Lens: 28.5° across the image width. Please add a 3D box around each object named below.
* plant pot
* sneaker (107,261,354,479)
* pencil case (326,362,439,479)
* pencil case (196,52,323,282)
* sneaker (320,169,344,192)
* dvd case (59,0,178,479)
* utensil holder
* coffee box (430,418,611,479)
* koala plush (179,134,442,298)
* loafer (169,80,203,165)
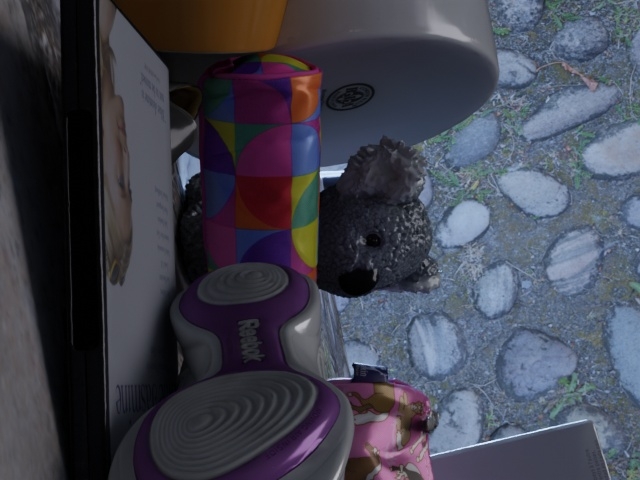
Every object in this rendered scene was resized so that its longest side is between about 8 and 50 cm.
[{"bbox_3d":[-0.091,-0.236,0.916,0.205,0.205,0.188,-90,-178,-76],"label":"plant pot"},{"bbox_3d":[-0.033,0.126,0.670,0.305,0.114,0.152,-81,167,-69],"label":"sneaker"},{"bbox_3d":[0.050,0.316,1.164,0.160,0.167,0.386,14,60,-48],"label":"pencil case"},{"bbox_3d":[-0.049,-0.026,0.979,0.104,0.104,0.236,-92,-176,-74],"label":"pencil case"},{"bbox_3d":[-0.040,-0.015,1.835,0.282,0.153,0.099,123,-40,-50],"label":"sneaker"},{"bbox_3d":[-0.107,0.004,0.694,0.180,0.022,0.253,53,34,-83],"label":"dvd case"},{"bbox_3d":[-0.015,-0.296,1.177,0.327,0.327,0.386,66,12,-74],"label":"utensil holder"},{"bbox_3d":[0.166,0.424,1.375,0.338,0.334,0.338,74,4,-70],"label":"coffee box"},{"bbox_3d":[0.000,0.000,1.154,0.203,0.221,0.196,-99,174,-55],"label":"koala plush"},{"bbox_3d":[-0.115,-0.076,0.862,0.170,0.061,0.062,-95,173,-61],"label":"loafer"}]
